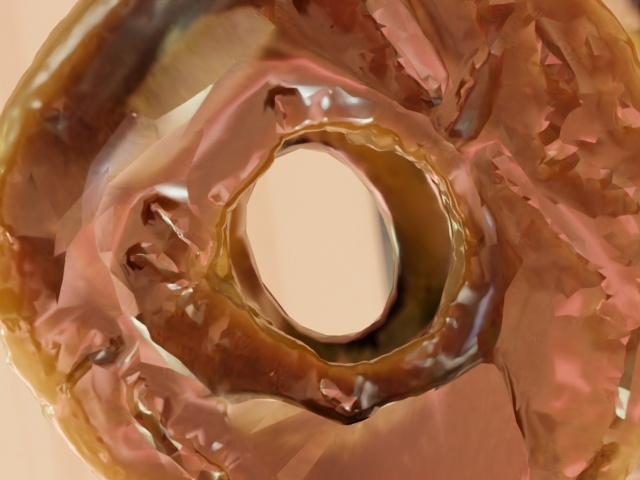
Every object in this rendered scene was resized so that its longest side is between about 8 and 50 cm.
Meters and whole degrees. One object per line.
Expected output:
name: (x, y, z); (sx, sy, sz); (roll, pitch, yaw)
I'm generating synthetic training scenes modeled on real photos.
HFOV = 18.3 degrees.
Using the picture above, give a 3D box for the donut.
donut: (0.000, 0.000, 0.896); (0.330, 0.330, 0.160); (-9, -176, -14)
